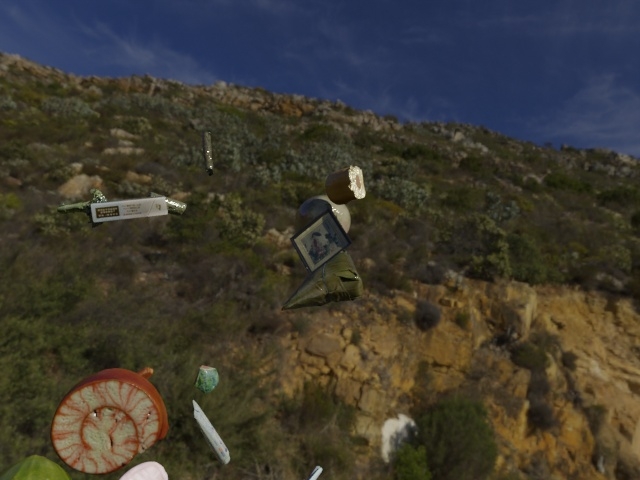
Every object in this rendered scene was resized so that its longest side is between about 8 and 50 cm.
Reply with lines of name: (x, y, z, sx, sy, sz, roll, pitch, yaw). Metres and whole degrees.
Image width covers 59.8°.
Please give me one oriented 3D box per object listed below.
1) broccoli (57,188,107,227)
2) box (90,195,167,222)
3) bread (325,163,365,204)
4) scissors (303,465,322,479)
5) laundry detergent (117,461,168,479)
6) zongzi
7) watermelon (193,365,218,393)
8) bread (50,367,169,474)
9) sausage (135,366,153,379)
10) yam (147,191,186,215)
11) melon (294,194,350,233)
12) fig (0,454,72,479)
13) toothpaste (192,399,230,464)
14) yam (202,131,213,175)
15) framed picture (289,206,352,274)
broccoli: (-0.867, -0.116, 2.035, 0.204, 0.118, 0.122, 4, -52, 17)
box: (-0.659, -0.111, 1.933, 0.243, 0.067, 0.155, -7, 10, -15)
bread: (0.087, -0.206, 2.106, 0.085, 0.134, 0.173, -8, -5, -40)
scissors: (-0.059, 0.940, 2.107, 0.030, 0.125, 0.256, 2, 17, 26)
laundry detergent: (-0.434, 0.582, 1.145, 0.088, 0.159, 0.335, 45, -60, 9)
zongzi: (-0.015, 0.179, 2.452, 0.361, 0.323, 0.159, -19, -66, -1)
watermelon: (-0.394, 0.475, 1.918, 0.092, 0.084, 0.072, 29, 3, -38)
bread: (-0.660, 0.557, 1.725, 0.295, 0.328, 0.114, 62, -8, -11)
sausage: (-0.658, 0.496, 1.984, 0.041, 0.131, 0.039, 62, -11, -22)
yam: (-0.717, -0.166, 2.573, 0.179, 0.078, 0.078, 17, -17, -32)
melon: (0.005, -0.078, 2.331, 0.223, 0.222, 0.317, 20, -10, -13)
fig: (-0.794, 0.747, 1.516, 0.317, 0.315, 0.316, 14, -19, 5)
toothpaste: (-0.256, 0.453, 1.296, 0.033, 0.052, 0.218, -18, -53, -4)
yam: (-0.310, -0.240, 1.537, 0.027, 0.129, 0.033, 13, -33, -42)
framed picture: (0.000, 0.000, 2.013, 0.199, 0.195, 0.010, -38, -36, 11)
